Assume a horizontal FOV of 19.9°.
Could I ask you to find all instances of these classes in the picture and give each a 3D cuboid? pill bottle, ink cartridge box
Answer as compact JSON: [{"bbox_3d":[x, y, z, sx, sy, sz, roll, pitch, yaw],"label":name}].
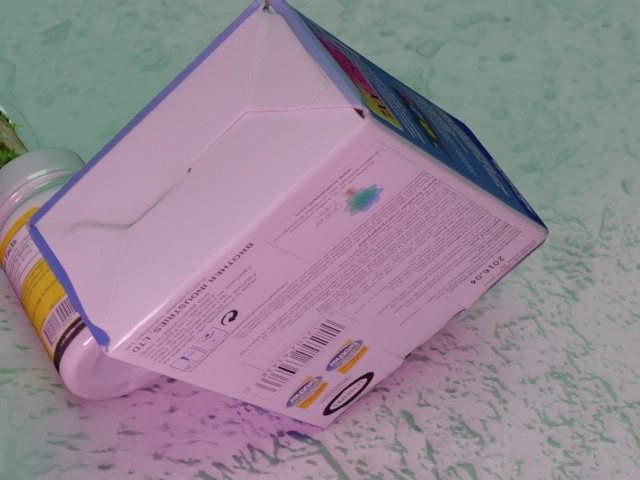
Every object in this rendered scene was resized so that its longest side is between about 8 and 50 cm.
[{"bbox_3d":[-0.207,0.024,1.580,0.119,0.119,0.208,-19,56,-22],"label":"pill bottle"},{"bbox_3d":[0.000,0.000,1.466,0.270,0.395,0.151,-41,58,14],"label":"ink cartridge box"}]

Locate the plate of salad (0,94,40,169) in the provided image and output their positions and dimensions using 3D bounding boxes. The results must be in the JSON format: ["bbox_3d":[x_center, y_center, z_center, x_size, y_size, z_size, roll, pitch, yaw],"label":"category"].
[{"bbox_3d":[-0.353,-0.092,1.680,0.200,0.048,0.199,13,48,-15],"label":"plate of salad"}]
